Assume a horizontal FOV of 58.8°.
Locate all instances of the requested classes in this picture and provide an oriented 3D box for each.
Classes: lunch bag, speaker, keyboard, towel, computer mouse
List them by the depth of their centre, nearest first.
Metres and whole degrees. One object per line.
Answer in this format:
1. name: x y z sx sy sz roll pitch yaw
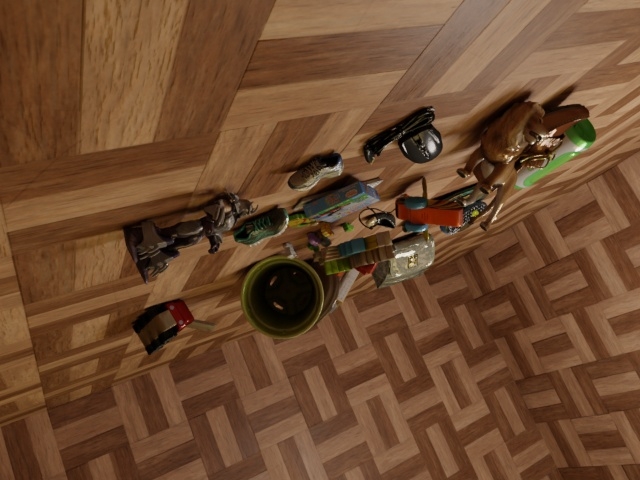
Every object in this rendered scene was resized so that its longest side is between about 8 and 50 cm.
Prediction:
1. computer mouse: 0.202 -0.208 1.332 0.184 0.060 0.262 -27 167 11
2. keyboard: 0.048 -0.122 1.514 0.256 0.014 0.072 -17 166 -27
3. speaker: 0.722 -0.280 1.818 0.131 0.131 0.296 -15 165 -33
4. towel: 0.513 -0.141 2.214 0.370 0.040 0.271 -22 168 -16
5. lunch bag: 0.376 0.084 2.598 0.235 0.168 0.287 -16 158 -19

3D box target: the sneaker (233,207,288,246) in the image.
1. sneaker: -0.152 -0.031 1.429 0.166 0.064 0.076 -33 161 29

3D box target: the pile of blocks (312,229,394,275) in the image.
1. pile of blocks: 0.098 0.063 1.803 0.149 0.112 0.362 -7 172 -34

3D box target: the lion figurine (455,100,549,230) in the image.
1. lion figurine: 0.484 -0.197 1.542 0.240 0.142 0.392 -49 161 -11

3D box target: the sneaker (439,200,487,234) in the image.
1. sneaker: 0.574 -0.100 2.304 0.209 0.069 0.082 -33 -158 -5

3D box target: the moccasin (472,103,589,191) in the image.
1. moccasin: 0.604 -0.259 1.640 0.139 0.146 0.380 -11 162 -44

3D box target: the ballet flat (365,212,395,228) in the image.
1. ballet flat: 0.213 -0.064 1.958 0.057 0.049 0.173 -34 164 34

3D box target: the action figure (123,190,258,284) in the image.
1. action figure: -0.261 -0.019 1.204 0.285 0.099 0.185 -25 159 -15

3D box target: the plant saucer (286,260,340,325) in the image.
1. plant saucer: -0.044 0.199 2.163 0.278 0.277 0.041 -31 135 29

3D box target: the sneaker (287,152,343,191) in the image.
1. sneaker: -0.011 -0.154 1.223 0.135 0.052 0.058 -28 159 -16

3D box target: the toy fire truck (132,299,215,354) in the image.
1. toy fire truck: -0.486 0.287 1.972 0.246 0.158 0.217 -28 173 -42

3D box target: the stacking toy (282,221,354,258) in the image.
1. stacking toy: 0.000 0.000 1.837 0.167 0.052 0.221 -29 167 24

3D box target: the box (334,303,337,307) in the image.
1. box: 0.016 0.211 2.408 0.038 0.186 0.145 -13 165 -13

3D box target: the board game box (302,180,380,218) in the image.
1. board game box: 0.062 -0.100 1.520 0.160 0.039 0.211 -24 173 16

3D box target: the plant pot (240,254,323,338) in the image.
1. plant pot: -0.121 0.187 1.985 0.276 0.276 0.254 -24 178 2

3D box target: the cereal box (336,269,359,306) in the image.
1. cereal box: 0.113 0.183 2.500 0.240 0.047 0.173 -60 -179 -23

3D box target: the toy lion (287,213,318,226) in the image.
1. toy lion: -0.058 -0.056 1.566 0.096 0.034 0.100 -17 168 1

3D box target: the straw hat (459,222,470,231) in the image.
1. straw hat: 0.594 -0.107 2.419 0.061 0.144 0.144 36 131 -25

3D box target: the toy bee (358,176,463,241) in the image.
1. toy bee: 0.294 -0.108 1.760 0.162 0.299 0.195 -56 165 -61
